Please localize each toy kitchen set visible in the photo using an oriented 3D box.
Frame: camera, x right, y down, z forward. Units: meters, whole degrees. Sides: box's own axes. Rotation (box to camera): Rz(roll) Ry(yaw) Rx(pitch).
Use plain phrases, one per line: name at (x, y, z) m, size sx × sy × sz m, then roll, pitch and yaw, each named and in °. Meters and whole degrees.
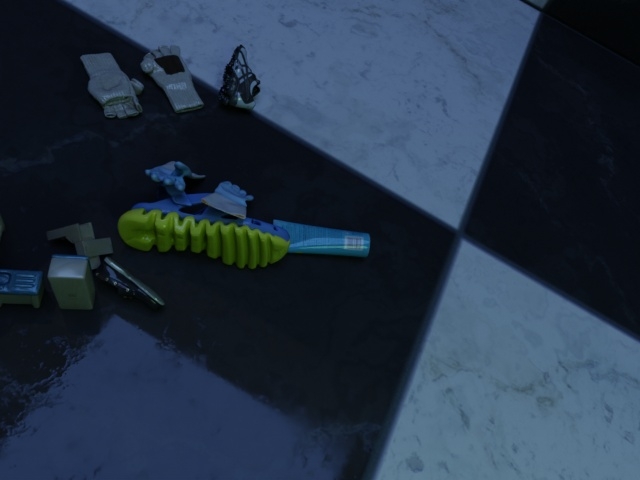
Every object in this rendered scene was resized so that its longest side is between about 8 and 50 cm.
toy kitchen set at (-0.483, 0.014, 0.791) m, size 0.207 × 0.122 × 0.166 m, roll 4°, pitch 58°, yaw -17°
toy kitchen set at (-0.433, 0.014, 0.870) m, size 0.075 × 0.068 × 0.083 m, roll -11°, pitch 92°, yaw 19°

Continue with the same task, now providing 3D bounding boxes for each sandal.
sandal at (-0.210, -0.039, 0.925) m, size 0.318 × 0.126 × 0.138 m, roll 14°, pitch 50°, yaw -12°

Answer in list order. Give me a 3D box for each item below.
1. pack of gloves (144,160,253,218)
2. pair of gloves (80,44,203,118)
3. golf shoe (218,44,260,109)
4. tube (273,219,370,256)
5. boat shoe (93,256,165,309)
pack of gloves at (-0.221, -0.119, 0.929) m, size 0.195 × 0.046 × 0.232 m, roll 21°, pitch 12°, yaw -9°
pair of gloves at (-0.415, -0.375, 1.114) m, size 0.240 × 0.042 × 0.204 m, roll -14°, pitch 65°, yaw -26°
golf shoe at (-0.195, -0.402, 1.198) m, size 0.094 × 0.077 × 0.198 m, roll 19°, pitch 58°, yaw -25°
tube at (0.000, 0.000, 1.018) m, size 0.207 × 0.052 × 0.080 m, roll 7°, pitch 52°, yaw -9°
boat shoe at (-0.337, 0.083, 0.849) m, size 0.133 × 0.049 × 0.042 m, roll 36°, pitch 82°, yaw -3°
